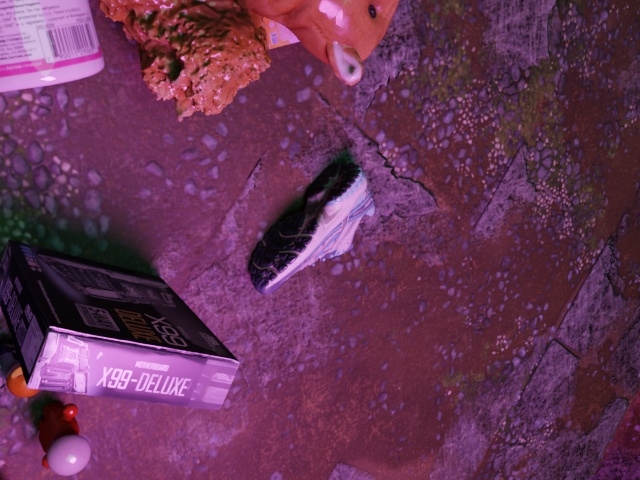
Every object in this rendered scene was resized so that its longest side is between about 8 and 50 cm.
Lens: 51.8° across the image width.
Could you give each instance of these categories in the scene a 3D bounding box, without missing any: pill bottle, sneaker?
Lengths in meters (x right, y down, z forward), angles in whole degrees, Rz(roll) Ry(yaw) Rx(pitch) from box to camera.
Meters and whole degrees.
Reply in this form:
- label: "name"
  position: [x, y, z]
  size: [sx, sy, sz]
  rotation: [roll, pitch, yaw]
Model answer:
- label: "pill bottle"
  position: [-0.369, -0.329, 0.778]
  size: [0.160, 0.160, 0.283]
  rotation: [-20, 114, -28]
- label: "sneaker"
  position: [0.000, 0.000, 1.161]
  size: [0.283, 0.110, 0.122]
  rotation: [-47, 128, -13]

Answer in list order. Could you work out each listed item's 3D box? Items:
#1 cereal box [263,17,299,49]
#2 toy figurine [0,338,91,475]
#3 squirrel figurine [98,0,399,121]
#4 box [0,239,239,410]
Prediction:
- label: "cereal box"
  position: [-0.007, -0.420, 1.062]
  size: [0.240, 0.047, 0.173]
  rotation: [-24, 115, -26]
- label: "toy figurine"
  position: [-0.449, 0.264, 0.912]
  size: [0.213, 0.148, 0.209]
  rotation: [-26, 117, -25]
- label: "squirrel figurine"
  position: [-0.092, -0.353, 0.892]
  size: [0.397, 0.281, 0.370]
  rotation: [-40, 128, 13]
- label: "box"
  position: [-0.282, 0.108, 0.878]
  size: [0.242, 0.307, 0.076]
  rotation: [18, 97, -36]
